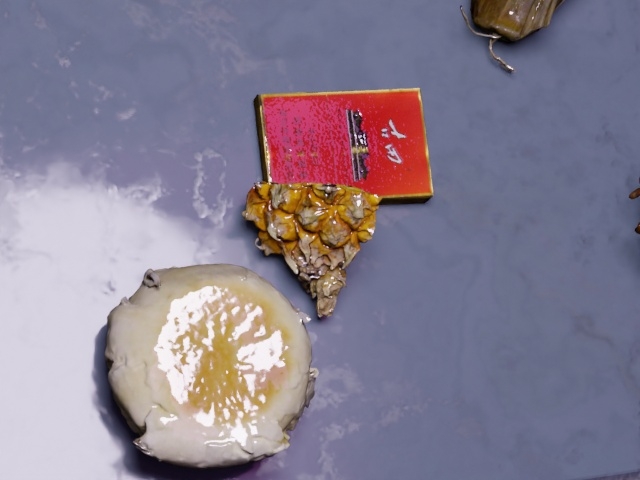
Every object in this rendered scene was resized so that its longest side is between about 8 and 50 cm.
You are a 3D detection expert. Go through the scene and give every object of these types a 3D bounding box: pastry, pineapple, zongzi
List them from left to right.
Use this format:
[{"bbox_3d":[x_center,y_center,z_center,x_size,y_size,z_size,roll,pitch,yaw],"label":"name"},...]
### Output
[{"bbox_3d":[-0.080,0.091,1.377,0.165,0.088,0.166,3,77,-11],"label":"pastry"},{"bbox_3d":[0.000,0.000,1.427,0.114,0.077,0.114,5,110,20],"label":"pineapple"},{"bbox_3d":[0.190,-0.245,1.467,0.084,0.184,0.187,33,72,-3],"label":"zongzi"}]

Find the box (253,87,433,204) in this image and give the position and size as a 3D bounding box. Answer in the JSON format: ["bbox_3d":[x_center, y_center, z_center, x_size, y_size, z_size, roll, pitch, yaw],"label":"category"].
[{"bbox_3d":[0.018,-0.072,1.472,0.133,0.023,0.090,-2,80,-13],"label":"box"}]

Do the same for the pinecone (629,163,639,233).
[{"bbox_3d":[0.320,-0.017,1.460,0.165,0.163,0.163,23,73,2],"label":"pinecone"}]
